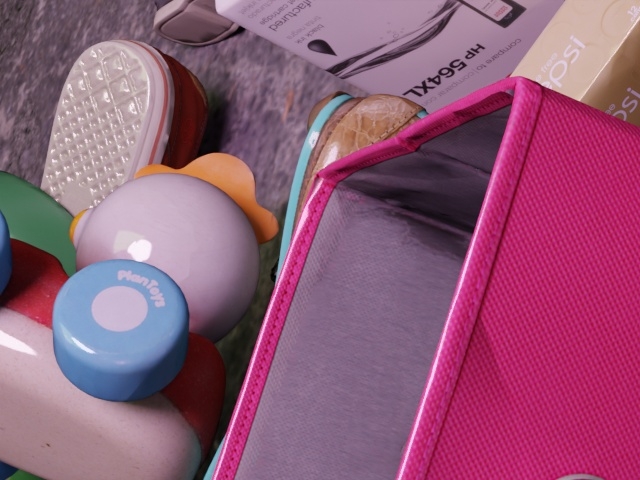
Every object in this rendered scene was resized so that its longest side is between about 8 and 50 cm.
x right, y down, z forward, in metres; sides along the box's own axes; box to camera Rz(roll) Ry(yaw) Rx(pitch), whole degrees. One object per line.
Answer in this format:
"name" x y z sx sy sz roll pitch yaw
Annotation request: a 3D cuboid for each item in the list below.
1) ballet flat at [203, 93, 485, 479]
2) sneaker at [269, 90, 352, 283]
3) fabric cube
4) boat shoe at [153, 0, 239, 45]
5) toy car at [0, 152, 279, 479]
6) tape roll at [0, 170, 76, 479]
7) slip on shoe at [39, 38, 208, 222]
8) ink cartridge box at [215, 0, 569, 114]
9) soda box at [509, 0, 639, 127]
"ballet flat" 0.018 0.086 0.881 0.124 0.116 0.342 27 116 17
"sneaker" 0.000 0.000 1.003 0.086 0.064 0.192 -31 51 30
"fabric cube" 0.105 0.119 0.584 0.259 0.258 0.254 163 128 -75
"boat shoe" -0.056 -0.204 1.180 0.206 0.075 0.065 -17 60 50
"toy car" -0.127 0.026 0.966 0.219 0.210 0.238 97 -161 -50
"tape roll" -0.275 0.106 1.154 0.321 0.077 0.321 3 95 36
"slip on shoe" -0.165 0.012 1.178 0.123 0.101 0.331 28 106 29
"ink cartridge box" 0.059 -0.158 0.909 0.148 0.203 0.086 -34 49 34
"soda box" 0.130 -0.058 0.887 0.181 0.058 0.061 -55 38 14
